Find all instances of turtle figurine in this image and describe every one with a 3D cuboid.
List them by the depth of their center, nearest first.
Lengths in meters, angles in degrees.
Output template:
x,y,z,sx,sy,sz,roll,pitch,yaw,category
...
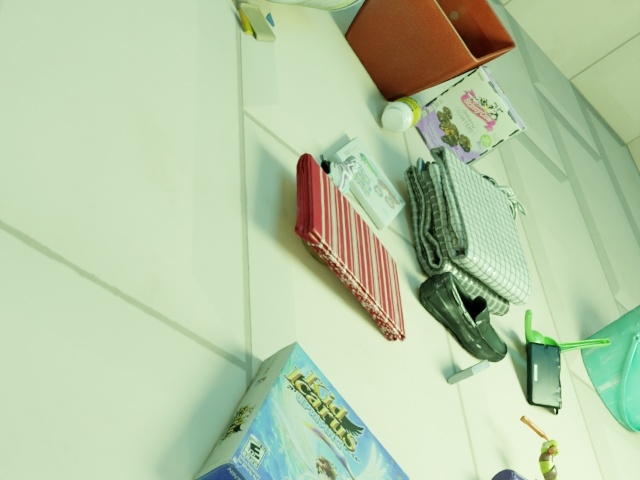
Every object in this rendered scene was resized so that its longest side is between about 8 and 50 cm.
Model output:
x,y,z,sx,sy,sz,roll,pitch,yaw,category
0.401,0.415,1.531,0.269,0.087,0.217,66,-16,-9,turtle figurine

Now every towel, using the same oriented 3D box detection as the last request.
x,y,z,sx,sy,sz,roll,pitch,yaw,category
0.046,0.011,1.476,0.275,0.031,0.199,50,23,-33,towel
0.272,-0.015,1.833,0.235,0.121,0.283,31,37,-39,towel

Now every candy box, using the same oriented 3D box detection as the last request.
x,y,z,sx,sy,sz,roll,pitch,yaw,category
0.321,-0.258,2.099,0.165,0.196,0.070,59,26,6,candy box

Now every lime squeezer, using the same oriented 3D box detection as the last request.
x,y,z,sx,sy,sz,roll,pitch,yaw,category
0.453,0.202,1.904,0.310,0.110,0.059,21,60,-43,lime squeezer

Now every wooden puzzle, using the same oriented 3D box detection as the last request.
x,y,z,sx,sy,sz,roll,pitch,yaw,category
-0.113,-0.387,1.714,0.116,0.014,0.078,-2,66,-60,wooden puzzle

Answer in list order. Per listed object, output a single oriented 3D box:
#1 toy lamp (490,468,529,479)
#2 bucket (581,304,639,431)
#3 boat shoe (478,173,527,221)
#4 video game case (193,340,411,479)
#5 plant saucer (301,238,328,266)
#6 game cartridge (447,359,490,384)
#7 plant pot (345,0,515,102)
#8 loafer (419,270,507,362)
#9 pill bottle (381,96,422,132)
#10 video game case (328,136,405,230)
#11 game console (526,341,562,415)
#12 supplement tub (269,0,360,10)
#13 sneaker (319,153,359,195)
x,y,z,sx,sy,sz,roll,pitch,yaw,category
0.353,0.458,1.470,0.274,0.080,0.080,51,26,-16,toy lamp
0.741,0.293,2.203,0.281,0.183,0.281,40,30,-29,bucket
0.382,-0.066,2.087,0.113,0.105,0.306,48,27,-16,boat shoe
0.004,0.283,1.090,0.269,0.061,0.244,51,25,-10,video game case
0.000,0.000,1.459,0.083,0.015,0.083,41,30,-30,plant saucer
0.248,0.216,1.590,0.083,0.056,0.017,-7,74,-62,game cartridge
0.217,-0.446,2.073,0.267,0.236,0.267,57,34,1,plant pot
0.264,0.135,1.683,0.223,0.078,0.076,43,29,-26,loafer
0.164,-0.256,1.979,0.065,0.065,0.116,55,26,-2,pill bottle
0.086,-0.105,1.722,0.157,0.019,0.143,54,26,-5,video game case
0.427,0.266,1.848,0.107,0.071,0.122,11,68,-18,game console
-0.033,-0.554,1.788,0.235,0.235,0.325,59,26,6,supplement tub
0.025,-0.124,1.608,0.069,0.038,0.098,41,41,-20,sneaker
